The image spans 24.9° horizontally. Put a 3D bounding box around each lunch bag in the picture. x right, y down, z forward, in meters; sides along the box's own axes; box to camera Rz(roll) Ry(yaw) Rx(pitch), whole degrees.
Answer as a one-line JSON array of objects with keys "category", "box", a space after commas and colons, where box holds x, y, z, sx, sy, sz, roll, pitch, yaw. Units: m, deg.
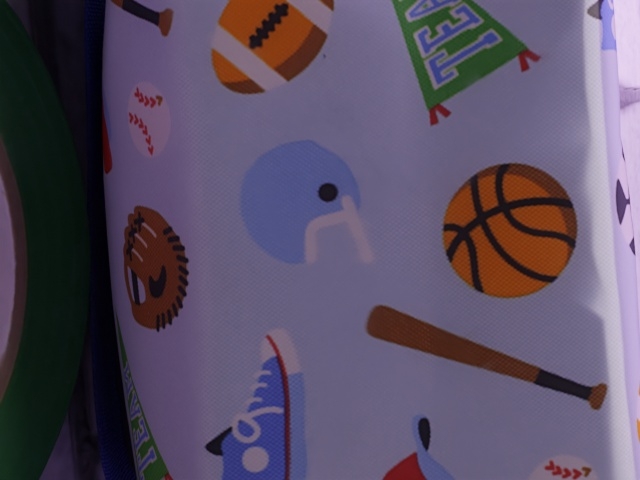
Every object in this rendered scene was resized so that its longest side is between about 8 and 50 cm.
[{"category": "lunch bag", "box": [0.000, 0.000, 0.729, 0.385, 0.239, 0.328, -135, -138, -83]}]

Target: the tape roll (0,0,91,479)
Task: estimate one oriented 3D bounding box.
[{"category": "tape roll", "box": [-0.229, 0.015, 0.574, 0.321, 0.077, 0.321, -5, 96, -55]}]
